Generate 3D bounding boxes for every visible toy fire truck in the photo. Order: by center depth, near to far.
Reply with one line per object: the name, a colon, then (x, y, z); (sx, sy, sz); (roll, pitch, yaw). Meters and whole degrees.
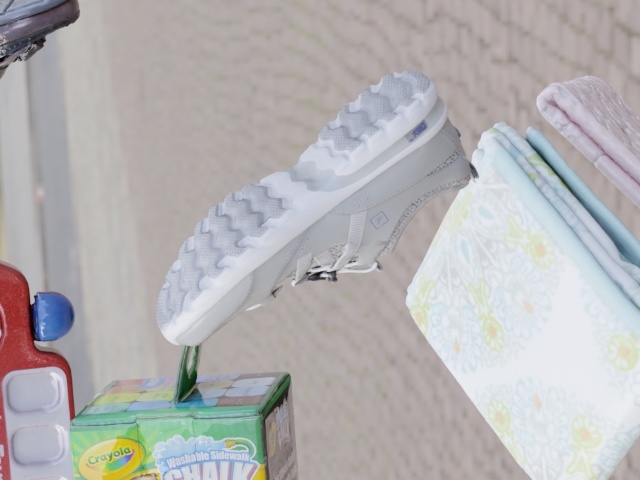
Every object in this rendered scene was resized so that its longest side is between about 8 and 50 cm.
toy fire truck: (-0.363, 0.139, 1.757); (0.169, 0.254, 0.302); (-148, 54, -73)

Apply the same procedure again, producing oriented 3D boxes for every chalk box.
chalk box: (-0.119, 0.216, 1.640); (0.180, 0.179, 0.289); (-42, -53, -81)

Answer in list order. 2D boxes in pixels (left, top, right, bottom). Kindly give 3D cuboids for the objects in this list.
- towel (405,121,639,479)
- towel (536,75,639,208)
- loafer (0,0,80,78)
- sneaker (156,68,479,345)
towel: (0.263, 0.087, 2.127); (0.374, 0.090, 0.320); (55, 141, 30)
towel: (0.421, -0.092, 2.294); (0.053, 0.317, 0.332); (-48, -8, 16)
loafer: (-0.401, -0.215, 2.067); (0.109, 0.302, 0.095); (-71, -37, -61)
sneaker: (0.000, 0.000, 1.374); (0.115, 0.281, 0.105); (49, -171, -27)
